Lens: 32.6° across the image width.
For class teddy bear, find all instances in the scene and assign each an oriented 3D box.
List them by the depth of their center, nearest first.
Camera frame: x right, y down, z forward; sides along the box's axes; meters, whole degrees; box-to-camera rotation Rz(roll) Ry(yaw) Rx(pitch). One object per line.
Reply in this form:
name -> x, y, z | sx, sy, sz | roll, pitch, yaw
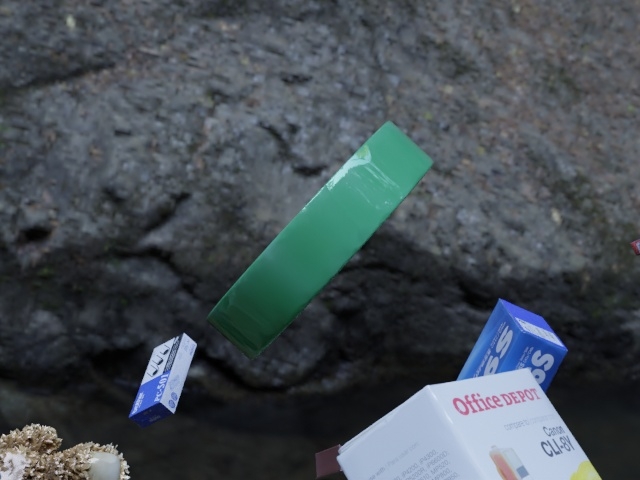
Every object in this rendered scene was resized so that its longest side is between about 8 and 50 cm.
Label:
teddy bear -> -0.435, 0.367, 1.548 | 0.338, 0.113, 0.245 | -13, 55, -1

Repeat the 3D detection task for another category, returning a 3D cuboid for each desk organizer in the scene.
desk organizer -> 0.034, 0.435, 2.146 | 0.047, 0.050, 0.130 | 3, -19, -22

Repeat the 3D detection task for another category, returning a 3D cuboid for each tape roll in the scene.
tape roll -> 0.000, 0.000, 1.298 | 0.077, 0.321, 0.321 | 43, 23, 0

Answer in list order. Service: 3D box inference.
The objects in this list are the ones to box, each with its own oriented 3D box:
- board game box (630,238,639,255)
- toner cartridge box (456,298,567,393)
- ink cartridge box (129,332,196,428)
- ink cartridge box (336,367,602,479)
board game box -> 0.656, -0.037, 1.840 | 0.281, 0.027, 0.145 | -17, -7, -42
toner cartridge box -> 0.218, 0.266, 1.537 | 0.075, 0.347, 0.165 | 25, 10, -5
ink cartridge box -> -0.336, 0.299, 2.347 | 0.046, 0.097, 0.207 | 46, 33, -25
ink cartridge box -> 0.229, 0.349, 1.237 | 0.279, 0.160, 0.384 | 3, 49, -55
